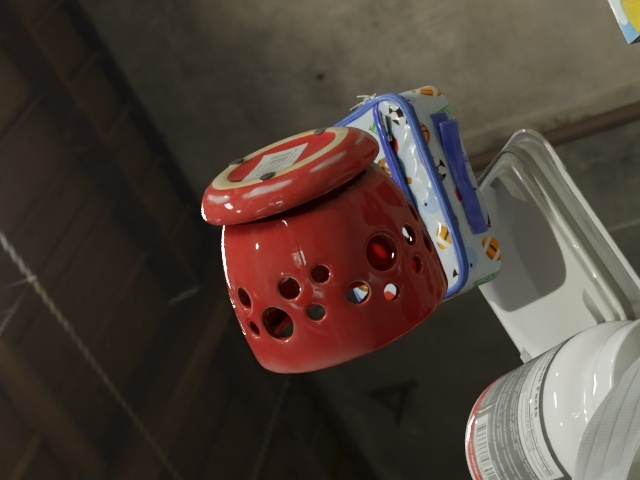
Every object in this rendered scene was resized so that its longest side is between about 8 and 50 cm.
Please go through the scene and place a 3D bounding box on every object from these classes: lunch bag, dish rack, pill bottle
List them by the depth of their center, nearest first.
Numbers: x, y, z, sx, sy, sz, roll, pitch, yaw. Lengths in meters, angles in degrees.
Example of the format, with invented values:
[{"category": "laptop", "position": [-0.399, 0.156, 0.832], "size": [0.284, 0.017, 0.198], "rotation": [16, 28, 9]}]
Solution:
[{"category": "pill bottle", "position": [0.322, 0.210, 1.375], "size": [0.210, 0.363, 0.210], "rotation": [5, -110, -14]}, {"category": "lunch bag", "position": [0.115, -0.057, 1.660], "size": [0.115, 0.243, 0.303], "rotation": [-16, -96, -38]}, {"category": "dish rack", "position": [0.298, 0.043, 1.681], "size": [0.072, 0.285, 0.332], "rotation": [-22, -109, -28]}]

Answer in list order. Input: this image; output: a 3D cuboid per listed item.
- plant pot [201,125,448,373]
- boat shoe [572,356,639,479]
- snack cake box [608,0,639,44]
[{"category": "plant pot", "position": [0.000, 0.000, 1.087], "size": [0.174, 0.191, 0.191], "rotation": [69, -154, -17]}, {"category": "boat shoe", "position": [0.289, 0.215, 1.034], "size": [0.119, 0.121, 0.335], "rotation": [40, -130, -6]}, {"category": "snack cake box", "position": [0.427, -0.313, 1.253], "size": [0.152, 0.264, 0.089], "rotation": [-16, -103, -20]}]
